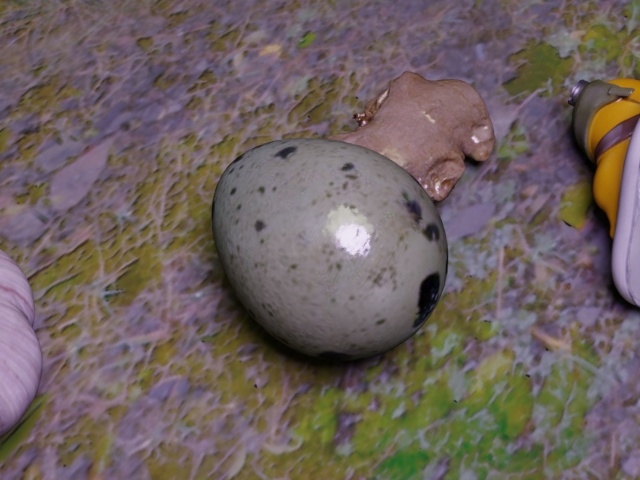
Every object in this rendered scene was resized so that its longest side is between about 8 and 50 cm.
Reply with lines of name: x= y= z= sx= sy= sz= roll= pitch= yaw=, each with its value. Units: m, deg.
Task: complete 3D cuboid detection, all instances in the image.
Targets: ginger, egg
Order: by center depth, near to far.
egg: x=0.000 y=0.000 z=0.867 sx=0.228 sy=0.177 sz=0.177 roll=34 pitch=59 yaw=30
ginger: x=0.067 y=-0.081 z=0.985 sx=0.213 sy=0.074 sz=0.137 roll=-31 pitch=57 yaw=-27

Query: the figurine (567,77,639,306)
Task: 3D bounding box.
figurine: x=0.284 y=-0.070 z=0.985 sx=0.141 sy=0.167 sz=0.249 roll=15 pitch=76 yaw=43

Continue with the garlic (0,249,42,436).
garlic: x=-0.334 y=0.052 z=0.755 sx=0.245 sy=0.253 sz=0.245 roll=2 pitch=49 yaw=-2
